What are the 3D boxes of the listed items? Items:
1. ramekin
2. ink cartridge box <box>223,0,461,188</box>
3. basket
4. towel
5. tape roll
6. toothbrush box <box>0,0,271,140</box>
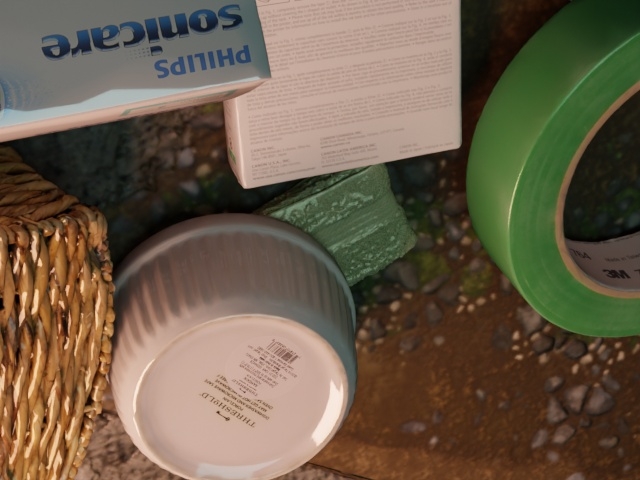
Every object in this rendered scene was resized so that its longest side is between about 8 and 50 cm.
[{"bbox_3d":[-0.068,0.093,1.187,0.207,0.109,0.207,-5,123,-8],"label":"ramekin"},{"bbox_3d":[0.014,-0.160,1.138,0.181,0.056,0.224,-11,118,-14],"label":"ink cartridge box"},{"bbox_3d":[-0.295,0.070,1.117,0.213,0.223,0.299,-20,129,-50],"label":"basket"},{"bbox_3d":[0.000,0.000,1.232,0.148,0.027,0.110,-29,124,-4],"label":"towel"},{"bbox_3d":[0.276,-0.070,1.243,0.321,0.077,0.321,-15,130,-18],"label":"tape roll"},{"bbox_3d":[-0.172,-0.213,0.923,0.216,0.126,0.295,-11,93,-15],"label":"toothbrush box"}]
